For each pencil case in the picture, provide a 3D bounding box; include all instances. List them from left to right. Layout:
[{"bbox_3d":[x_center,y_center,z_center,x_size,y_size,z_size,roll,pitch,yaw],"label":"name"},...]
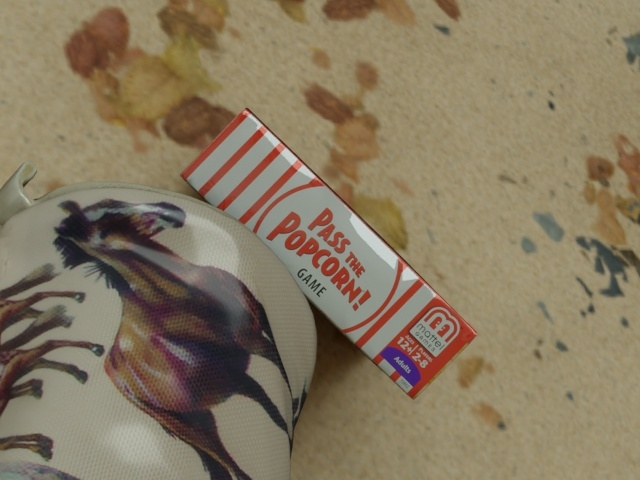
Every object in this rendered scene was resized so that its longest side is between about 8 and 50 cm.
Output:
[{"bbox_3d":[-0.114,0.166,0.666,0.183,0.160,0.410,38,45,-29],"label":"pencil case"}]

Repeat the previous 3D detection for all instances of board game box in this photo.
[{"bbox_3d":[0.000,0.000,0.857,0.147,0.045,0.193,44,2,-5],"label":"board game box"}]
